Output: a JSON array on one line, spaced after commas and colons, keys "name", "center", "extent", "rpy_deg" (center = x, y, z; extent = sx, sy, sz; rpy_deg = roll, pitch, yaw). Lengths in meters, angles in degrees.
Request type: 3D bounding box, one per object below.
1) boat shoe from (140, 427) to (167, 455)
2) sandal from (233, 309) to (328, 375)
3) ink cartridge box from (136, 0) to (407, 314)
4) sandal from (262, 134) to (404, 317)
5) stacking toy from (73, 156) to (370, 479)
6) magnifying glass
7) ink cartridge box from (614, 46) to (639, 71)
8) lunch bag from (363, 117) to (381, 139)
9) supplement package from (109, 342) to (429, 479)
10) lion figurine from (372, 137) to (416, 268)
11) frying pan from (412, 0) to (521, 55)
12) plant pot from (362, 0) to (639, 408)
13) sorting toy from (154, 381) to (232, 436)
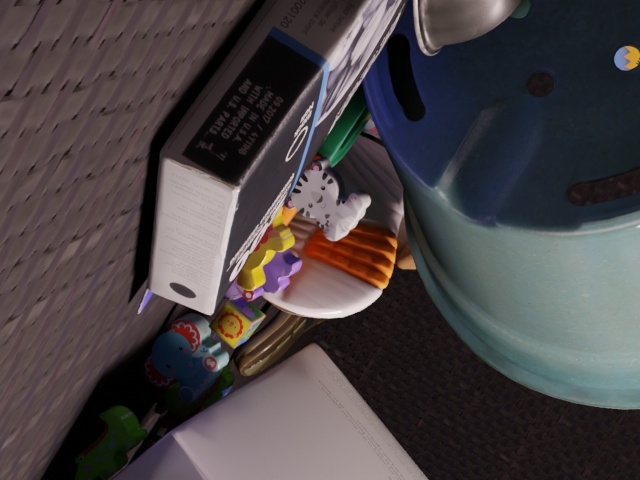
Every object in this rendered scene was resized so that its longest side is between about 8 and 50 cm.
[{"name": "boat shoe", "center": [-0.130, 0.221, 1.415], "extent": [0.069, 0.081, 0.228], "rpy_deg": [-54, 168, -18]}, {"name": "sandal", "center": [-0.019, 0.058, 1.685], "extent": [0.219, 0.060, 0.090], "rpy_deg": [-40, 162, -26]}, {"name": "ink cartridge box", "center": [-0.015, -0.067, 0.797], "extent": [0.206, 0.045, 0.208], "rpy_deg": [-58, 177, -23]}, {"name": "sandal", "center": [0.010, 0.005, 1.258], "extent": [0.076, 0.102, 0.265], "rpy_deg": [-61, 178, 32]}, {"name": "stacking toy", "center": [-0.066, 0.046, 1.013], "extent": [0.221, 0.052, 0.167], "rpy_deg": [-53, 171, 19]}, {"name": "magnifying glass", "center": [0.005, -0.068, 1.191], "extent": [0.231, 0.026, 0.092], "rpy_deg": [-53, 174, -46]}, {"name": "ink cartridge box", "center": [0.363, -0.247, 1.497], "extent": [0.270, 0.395, 0.151], "rpy_deg": [-60, 175, 27]}, {"name": "lunch bag", "center": [0.071, -0.129, 1.333], "extent": [0.071, 0.053, 0.083], "rpy_deg": [116, -2, -69]}, {"name": "supplement package", "center": [-0.052, 0.206, 1.049], "extent": [0.177, 0.175, 0.293], "rpy_deg": [-40, 175, 16]}, {"name": "lion figurine", "center": [0.085, -0.063, 1.538], "extent": [0.240, 0.142, 0.392], "rpy_deg": [-23, -173, 43]}, {"name": "frying pan", "center": [0.069, -0.198, 0.645], "extent": [0.326, 0.053, 0.197], "rpy_deg": [72, 32, -69]}, {"name": "plant pot", "center": [0.184, -0.083, 1.069], "extent": [0.341, 0.341, 0.334], "rpy_deg": [-57, 158, -4]}, {"name": "sorting toy", "center": [-0.104, 0.117, 1.239], "extent": [0.061, 0.042, 0.102], "rpy_deg": [-43, -171, 3]}]
